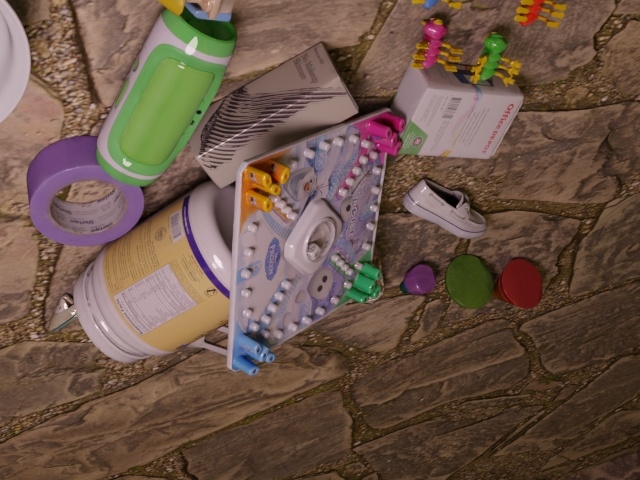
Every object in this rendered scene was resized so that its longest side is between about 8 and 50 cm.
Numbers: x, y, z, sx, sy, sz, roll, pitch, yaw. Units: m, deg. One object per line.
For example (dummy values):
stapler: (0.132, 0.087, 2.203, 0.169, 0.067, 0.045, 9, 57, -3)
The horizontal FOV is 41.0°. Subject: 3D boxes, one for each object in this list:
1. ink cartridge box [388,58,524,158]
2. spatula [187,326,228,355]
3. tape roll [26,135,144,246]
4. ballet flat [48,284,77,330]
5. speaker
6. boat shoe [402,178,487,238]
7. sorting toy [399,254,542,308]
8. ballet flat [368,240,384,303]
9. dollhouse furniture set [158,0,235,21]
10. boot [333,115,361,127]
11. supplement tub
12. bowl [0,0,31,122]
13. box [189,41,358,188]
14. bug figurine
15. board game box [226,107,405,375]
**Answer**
ink cartridge box: (0.242, -0.237, 1.572, 0.212, 0.093, 0.154, 2, 135, -24)
spatula: (-0.206, 0.204, 1.922, 0.168, 0.019, 0.242, -46, 136, 18)
tape roll: (-0.402, -0.082, 1.462, 0.188, 0.080, 0.189, -12, 139, -11)
ballet flat: (-0.478, 0.115, 1.680, 0.168, 0.057, 0.052, -34, 111, 8)
speaker: (-0.245, -0.226, 1.337, 0.131, 0.131, 0.296, 13, 129, -35)
boat shoe: (0.278, -0.066, 1.785, 0.226, 0.083, 0.076, 15, 129, -35)
sorting toy: (0.344, 0.110, 2.026, 0.365, 0.127, 0.126, 3, 164, -24)
ballet flat: (0.100, 0.083, 1.876, 0.091, 0.077, 0.241, -20, 141, -3)
dollhouse furniture set: (-0.189, -0.448, 0.975, 0.198, 0.303, 0.286, 0, 135, -26)
boot: (-0.014, -0.132, 1.582, 0.176, 0.088, 0.244, 7, 124, -30)
supplement tub: (-0.256, 0.064, 1.549, 0.331, 0.241, 0.241, -29, 141, 23)
bowl: (-0.543, -0.276, 1.138, 0.297, 0.134, 0.298, -12, 139, -11)
box: (-0.084, -0.209, 1.441, 0.275, 0.113, 0.094, -30, 139, 7)
bug figurine: (0.259, -0.372, 1.437, 0.278, 0.072, 0.216, 5, 125, -22)
board game box: (0.000, 0.000, 1.472, 0.390, 0.050, 0.390, -27, 133, -44)
